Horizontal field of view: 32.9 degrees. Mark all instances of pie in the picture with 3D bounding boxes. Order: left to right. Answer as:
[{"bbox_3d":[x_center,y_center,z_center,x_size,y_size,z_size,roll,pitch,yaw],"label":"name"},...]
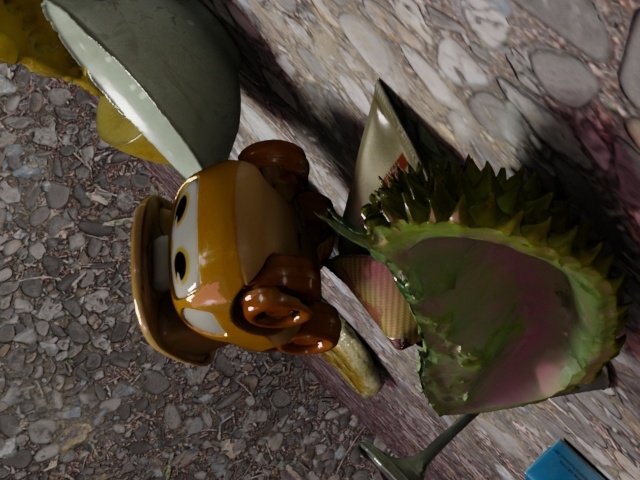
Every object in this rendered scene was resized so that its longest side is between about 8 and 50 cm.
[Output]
[{"bbox_3d":[0.022,0.220,2.434,0.337,0.075,0.337,47,170,10],"label":"pie"}]

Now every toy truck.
[{"bbox_3d":[-0.089,0.028,1.247,0.288,0.212,0.204,54,-151,-64],"label":"toy truck"}]

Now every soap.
[{"bbox_3d":[-0.448,-0.294,1.497,0.169,0.304,0.338,46,154,25],"label":"soap"}]

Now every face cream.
[{"bbox_3d":[0.071,-0.039,1.121,0.341,0.084,0.137,102,144,-73],"label":"face cream"}]

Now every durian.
[{"bbox_3d":[0.139,0.051,0.856,0.158,0.169,0.352,43,168,34],"label":"durian"}]

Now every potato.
[{"bbox_3d":[-0.234,-0.190,1.677,0.203,0.178,0.158,-5,151,39],"label":"potato"}]

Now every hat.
[{"bbox_3d":[0.096,0.081,1.190,0.193,0.082,0.193,13,167,3],"label":"hat"}]

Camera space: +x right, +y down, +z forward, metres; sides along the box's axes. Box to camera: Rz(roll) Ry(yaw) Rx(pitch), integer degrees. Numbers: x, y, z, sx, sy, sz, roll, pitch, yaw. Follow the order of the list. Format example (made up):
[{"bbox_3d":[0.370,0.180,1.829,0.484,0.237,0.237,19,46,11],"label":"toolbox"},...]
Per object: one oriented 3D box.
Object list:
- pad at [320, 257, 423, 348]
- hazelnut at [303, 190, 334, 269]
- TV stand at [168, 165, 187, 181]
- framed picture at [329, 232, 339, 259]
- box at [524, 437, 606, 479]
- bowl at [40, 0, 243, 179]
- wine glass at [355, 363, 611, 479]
[{"bbox_3d":[0.168,0.119,1.390,0.323,0.055,0.250,34,-177,-43],"label":"pad"},{"bbox_3d":[-0.092,-0.001,1.621,0.208,0.208,0.208,46,171,10],"label":"hazelnut"},{"bbox_3d":[-0.272,-0.181,2.101,0.269,0.083,0.088,37,168,47],"label":"TV stand"},{"bbox_3d":[0.000,0.000,1.795,0.150,0.015,0.203,42,170,29],"label":"framed picture"},{"bbox_3d":[0.367,0.369,1.444,0.194,0.073,0.139,43,170,27],"label":"box"},{"bbox_3d":[-0.185,-0.216,1.332,0.313,0.146,0.313,45,172,8],"label":"bowl"},{"bbox_3d":[0.156,0.167,1.075,0.156,0.232,0.156,46,170,10],"label":"wine glass"}]
